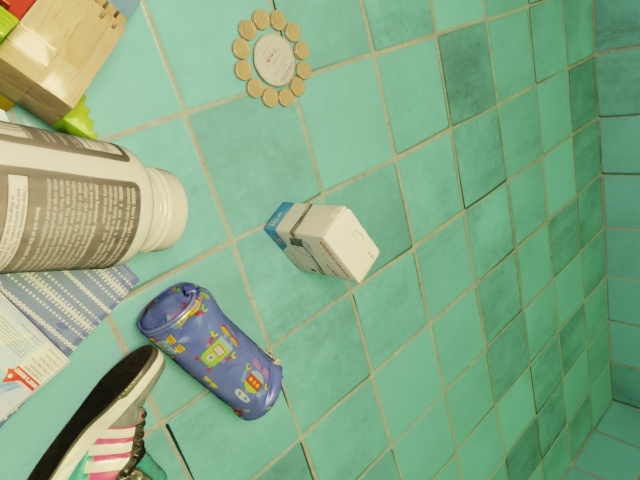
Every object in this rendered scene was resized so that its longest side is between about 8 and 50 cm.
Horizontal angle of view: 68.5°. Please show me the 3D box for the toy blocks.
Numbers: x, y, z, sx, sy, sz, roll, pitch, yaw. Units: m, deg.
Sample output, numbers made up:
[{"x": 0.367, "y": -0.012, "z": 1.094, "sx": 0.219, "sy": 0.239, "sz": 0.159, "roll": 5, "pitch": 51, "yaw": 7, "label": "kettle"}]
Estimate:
[{"x": -0.392, "y": -0.344, "z": 0.584, "sx": 0.381, "sy": 0.190, "sz": 0.261, "roll": 38, "pitch": 61, "yaw": -37, "label": "toy blocks"}]

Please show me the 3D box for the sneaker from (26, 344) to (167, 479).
[{"x": -0.309, "y": 0.332, "z": 0.764, "sx": 0.178, "sy": 0.123, "sz": 0.296, "roll": 44, "pitch": 77, "yaw": -30, "label": "sneaker"}]

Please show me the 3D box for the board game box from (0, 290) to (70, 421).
[{"x": -0.537, "y": 0.145, "z": 0.542, "sx": 0.318, "sy": 0.065, "sz": 0.319, "roll": -45, "pitch": 119, "yaw": -28, "label": "board game box"}]

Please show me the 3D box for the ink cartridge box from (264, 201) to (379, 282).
[{"x": 0.000, "y": 0.000, "z": 0.933, "sx": 0.082, "sy": 0.190, "sz": 0.140, "roll": -53, "pitch": 125, "yaw": -21, "label": "ink cartridge box"}]

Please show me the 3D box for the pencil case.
[{"x": -0.182, "y": 0.202, "z": 0.855, "sx": 0.133, "sy": 0.119, "sz": 0.306, "roll": -42, "pitch": 122, "yaw": -9, "label": "pencil case"}]

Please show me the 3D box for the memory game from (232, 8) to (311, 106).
[{"x": -0.091, "y": -0.354, "z": 0.921, "sx": 0.186, "sy": 0.012, "sz": 0.187, "roll": -7, "pitch": 100, "yaw": -40, "label": "memory game"}]

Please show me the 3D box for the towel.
[{"x": -0.460, "y": 0.100, "z": 0.669, "sx": 0.336, "sy": 0.040, "sz": 0.243, "roll": -51, "pitch": 122, "yaw": -24, "label": "towel"}]

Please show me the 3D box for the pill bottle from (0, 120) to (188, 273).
[{"x": -0.333, "y": -0.049, "z": 0.605, "sx": 0.318, "sy": 0.176, "sz": 0.177, "roll": 1, "pitch": 96, "yaw": -59, "label": "pill bottle"}]
